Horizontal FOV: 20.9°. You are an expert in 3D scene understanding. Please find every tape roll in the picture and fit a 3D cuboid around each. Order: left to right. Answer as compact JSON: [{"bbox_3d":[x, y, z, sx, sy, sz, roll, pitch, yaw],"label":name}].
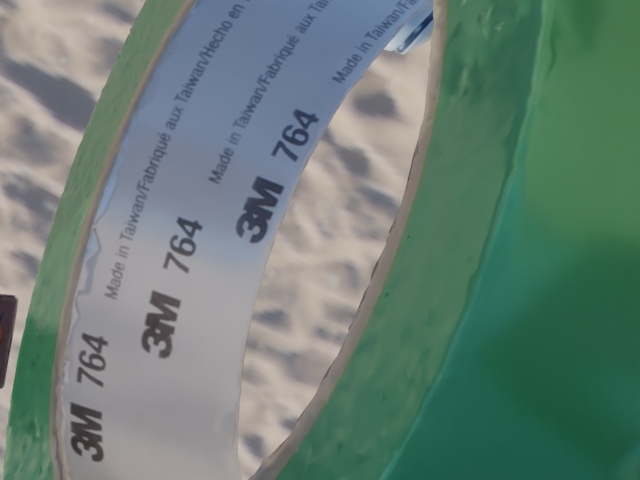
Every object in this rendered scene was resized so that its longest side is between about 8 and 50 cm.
[{"bbox_3d":[0.000,0.000,0.554,0.077,0.321,0.321,22,156,-26],"label":"tape roll"}]

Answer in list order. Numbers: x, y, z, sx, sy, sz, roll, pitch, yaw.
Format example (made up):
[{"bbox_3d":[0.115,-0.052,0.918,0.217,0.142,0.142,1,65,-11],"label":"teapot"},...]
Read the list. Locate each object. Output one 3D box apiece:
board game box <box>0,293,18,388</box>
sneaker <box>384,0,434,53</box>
[{"bbox_3d":[-0.327,0.014,0.714,0.347,0.056,0.208,11,180,-39],"label":"board game box"},{"bbox_3d":[0.115,-0.151,0.882,0.091,0.258,0.094,48,137,0],"label":"sneaker"}]
